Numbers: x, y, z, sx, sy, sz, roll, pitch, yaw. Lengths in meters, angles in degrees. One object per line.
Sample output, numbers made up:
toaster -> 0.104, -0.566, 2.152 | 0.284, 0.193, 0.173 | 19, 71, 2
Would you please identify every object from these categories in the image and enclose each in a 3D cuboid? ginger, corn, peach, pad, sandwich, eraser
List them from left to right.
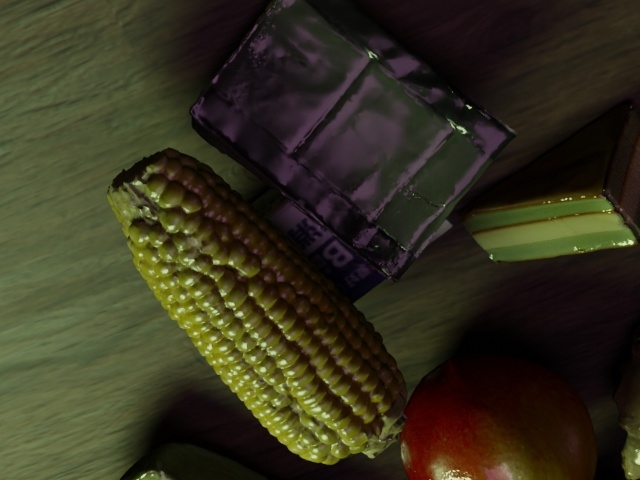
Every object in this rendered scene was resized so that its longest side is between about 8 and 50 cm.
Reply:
corn -> -0.048, 0.065, 1.151 | 0.130, 0.130, 0.347 | -35, 111, 16
eraser -> 0.000, 0.000, 1.227 | 0.210, 0.068, 0.124 | -38, 114, 17
pad -> 0.024, -0.098, 1.141 | 0.233, 0.022, 0.174 | 37, 105, -2
peach -> 0.163, 0.193, 1.301 | 0.197, 0.197, 0.197 | -3, 122, -4
sandwich -> 0.224, -0.049, 1.249 | 0.163, 0.113, 0.079 | -12, 131, 44
ginger -> 0.349, 0.143, 1.329 | 0.074, 0.137, 0.213 | -8, 148, -38

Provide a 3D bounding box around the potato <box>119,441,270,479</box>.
potato -> -0.109, 0.292, 1.376 | 0.269, 0.112, 0.255 | -27, 117, 8
